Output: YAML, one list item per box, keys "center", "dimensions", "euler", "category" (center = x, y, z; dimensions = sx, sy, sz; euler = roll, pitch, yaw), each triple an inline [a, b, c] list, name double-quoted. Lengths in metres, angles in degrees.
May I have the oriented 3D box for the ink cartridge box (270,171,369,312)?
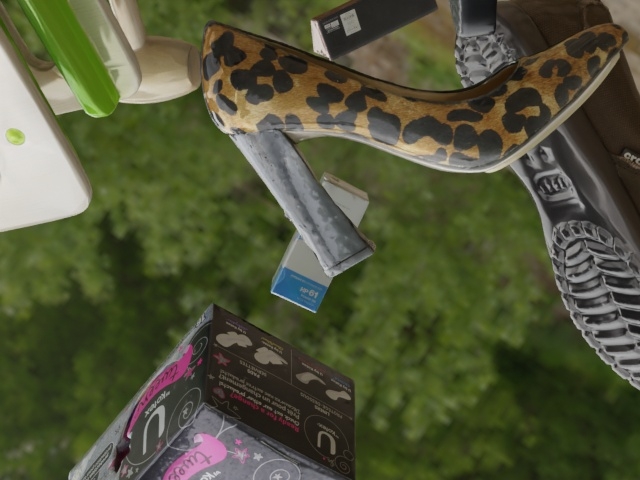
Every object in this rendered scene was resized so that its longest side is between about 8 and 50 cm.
- center: [0.000, 0.000, 1.697]
  dimensions: [0.052, 0.122, 0.088]
  euler: [24, -173, -3]
  category: "ink cartridge box"

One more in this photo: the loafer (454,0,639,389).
- center: [0.242, -0.037, 1.340]
  dimensions: [0.134, 0.130, 0.366]
  euler: [3, 123, 63]
  category: "loafer"

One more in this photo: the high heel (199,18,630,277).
- center: [0.058, -0.121, 1.142]
  dimensions: [0.186, 0.261, 0.093]
  euler: [56, 178, -4]
  category: "high heel"

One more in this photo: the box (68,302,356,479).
- center: [-0.102, 0.208, 1.522]
  dimensions: [0.163, 0.247, 0.142]
  euler: [30, -151, -20]
  category: "box"

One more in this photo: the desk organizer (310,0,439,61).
- center: [0.050, -0.235, 1.790]
  dimensions: [0.050, 0.130, 0.047]
  euler: [33, 147, 63]
  category: "desk organizer"

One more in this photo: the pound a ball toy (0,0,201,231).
- center: [-0.210, -0.154, 1.042]
  dimensions: [0.135, 0.208, 0.319]
  euler: [-10, 129, 22]
  category: "pound a ball toy"

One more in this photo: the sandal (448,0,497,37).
- center: [0.110, -0.227, 1.109]
  dimensions: [0.054, 0.097, 0.254]
  euler: [-7, 155, 0]
  category: "sandal"
